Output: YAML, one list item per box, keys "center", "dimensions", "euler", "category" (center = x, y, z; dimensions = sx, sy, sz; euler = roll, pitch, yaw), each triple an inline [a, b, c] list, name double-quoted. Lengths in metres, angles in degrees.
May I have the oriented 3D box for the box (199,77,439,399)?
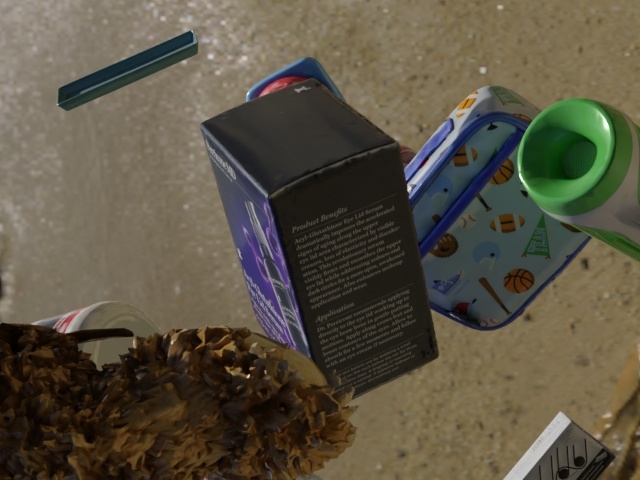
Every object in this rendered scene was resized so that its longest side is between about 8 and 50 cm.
- center: [0.000, 0.000, 0.947]
  dimensions: [0.153, 0.108, 0.207]
  euler: [45, 155, 55]
  category: "box"

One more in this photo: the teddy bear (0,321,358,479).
- center: [-0.152, 0.090, 0.512]
  dimensions: [0.245, 0.338, 0.113]
  euler: [-18, 69, 59]
  category: "teddy bear"

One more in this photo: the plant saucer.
- center: [-0.242, -0.213, 1.511]
  dimensions: [0.067, 0.192, 0.018]
  euler: [-113, 0, -63]
  category: "plant saucer"

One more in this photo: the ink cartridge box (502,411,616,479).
- center: [0.328, 0.362, 1.757]
  dimensions: [0.207, 0.097, 0.046]
  euler: [-51, 16, 3]
  category: "ink cartridge box"

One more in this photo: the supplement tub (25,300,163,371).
- center: [-0.323, 0.190, 1.438]
  dimensions: [0.272, 0.191, 0.191]
  euler: [-17, 80, 29]
  category: "supplement tub"

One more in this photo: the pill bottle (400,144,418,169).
- center: [0.199, -0.030, 1.959]
  dimensions: [0.283, 0.160, 0.160]
  euler: [34, 119, 33]
  category: "pill bottle"

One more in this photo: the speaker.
- center: [0.329, -0.045, 1.248]
  dimensions: [0.131, 0.296, 0.131]
  euler: [-17, 63, 37]
  category: "speaker"

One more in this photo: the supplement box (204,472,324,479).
- center: [-0.091, 0.352, 1.638]
  dimensions: [0.220, 0.111, 0.114]
  euler: [31, 132, 30]
  category: "supplement box"

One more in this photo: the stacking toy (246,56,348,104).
- center: [-0.056, -0.164, 2.010]
  dimensions: [0.166, 0.302, 0.175]
  euler: [-28, 110, 23]
  category: "stacking toy"

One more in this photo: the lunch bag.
- center: [0.198, -0.031, 1.493]
  dimensions: [0.303, 0.243, 0.115]
  euler: [-52, 22, 27]
  category: "lunch bag"
